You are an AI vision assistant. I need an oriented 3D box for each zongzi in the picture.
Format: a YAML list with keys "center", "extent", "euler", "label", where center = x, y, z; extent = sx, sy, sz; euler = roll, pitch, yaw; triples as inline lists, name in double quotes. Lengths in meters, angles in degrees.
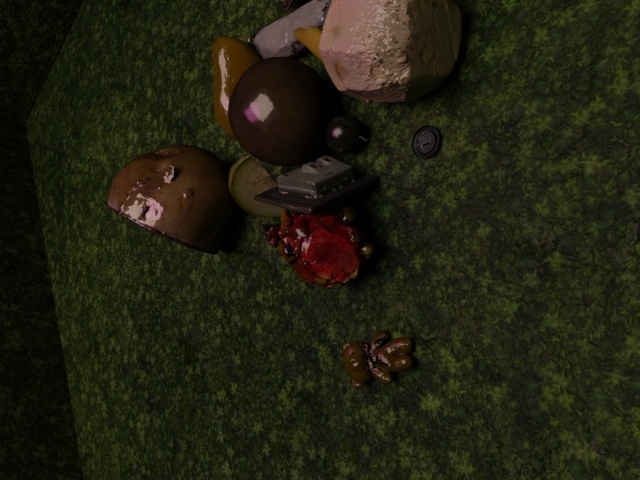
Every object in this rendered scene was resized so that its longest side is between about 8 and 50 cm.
- center: [-0.157, -0.029, 1.870]
  extent: [0.083, 0.073, 0.067]
  euler: [-64, 28, 18]
  label: "zongzi"

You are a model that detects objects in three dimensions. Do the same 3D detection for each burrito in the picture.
- center: [-0.045, -0.639, 1.804]
  extent: [0.445, 0.101, 0.139]
  euler: [-11, 73, 45]
  label: "burrito"

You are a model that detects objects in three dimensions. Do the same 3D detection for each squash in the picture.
- center: [-0.206, -0.172, 1.851]
  extent: [0.204, 0.237, 0.155]
  euler: [-28, 33, 22]
  label: "squash"

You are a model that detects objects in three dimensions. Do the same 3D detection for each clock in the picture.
- center: [0.264, -0.244, 1.491]
  extent: [0.085, 0.017, 0.085]
  euler: [-7, 80, 45]
  label: "clock"

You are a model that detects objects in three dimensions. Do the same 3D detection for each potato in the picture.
- center: [-0.485, -0.176, 2.019]
  extent: [0.442, 0.385, 0.319]
  euler: [22, 87, 34]
  label: "potato"

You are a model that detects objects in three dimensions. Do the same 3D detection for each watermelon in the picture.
- center: [0.076, -0.287, 1.633]
  extent: [0.133, 0.105, 0.105]
  euler: [16, 97, 38]
  label: "watermelon"

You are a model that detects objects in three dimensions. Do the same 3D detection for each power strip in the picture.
- center: [-0.017, -0.159, 1.609]
  extent: [0.251, 0.257, 0.092]
  euler: [22, 128, 42]
  label: "power strip"

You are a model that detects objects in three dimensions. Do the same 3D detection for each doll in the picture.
- center: [0.137, 0.294, 1.508]
  extent: [0.209, 0.097, 0.137]
  euler: [-25, 62, 36]
  label: "doll"

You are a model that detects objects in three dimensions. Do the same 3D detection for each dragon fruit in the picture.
- center: [-0.001, -0.006, 1.602]
  extent: [0.227, 0.243, 0.307]
  euler: [-39, 72, -9]
  label: "dragon fruit"

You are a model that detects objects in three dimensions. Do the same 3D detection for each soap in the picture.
- center: [0.002, -0.562, 1.724]
  extent: [0.089, 0.168, 0.033]
  euler: [-37, 15, 50]
  label: "soap"

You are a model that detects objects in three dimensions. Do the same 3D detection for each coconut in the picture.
- center: [0.149, -0.485, 1.447]
  extent: [0.309, 0.297, 0.297]
  euler: [18, 98, 46]
  label: "coconut"

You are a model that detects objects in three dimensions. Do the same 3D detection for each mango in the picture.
- center: [-0.245, -0.480, 1.924]
  extent: [0.142, 0.195, 0.331]
  euler: [-132, 40, -79]
  label: "mango"

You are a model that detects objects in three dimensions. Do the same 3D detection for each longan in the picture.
- center: [-0.112, -0.364, 1.709]
  extent: [0.319, 0.319, 0.319]
  euler: [-7, 80, 46]
  label: "longan"

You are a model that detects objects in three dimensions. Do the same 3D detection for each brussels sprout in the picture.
- center: [-0.261, -0.672, 2.071]
  extent: [0.085, 0.058, 0.085]
  euler: [18, 115, 43]
  label: "brussels sprout"

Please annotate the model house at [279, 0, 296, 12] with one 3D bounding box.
- center: [-0.099, -0.864, 1.801]
  extent: [0.294, 0.154, 0.207]
  euler: [-56, 23, 24]
  label: "model house"

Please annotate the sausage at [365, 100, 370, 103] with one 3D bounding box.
- center: [0.112, -0.411, 1.673]
  extent: [0.015, 0.015, 0.100]
  euler: [-54, 50, 27]
  label: "sausage"
